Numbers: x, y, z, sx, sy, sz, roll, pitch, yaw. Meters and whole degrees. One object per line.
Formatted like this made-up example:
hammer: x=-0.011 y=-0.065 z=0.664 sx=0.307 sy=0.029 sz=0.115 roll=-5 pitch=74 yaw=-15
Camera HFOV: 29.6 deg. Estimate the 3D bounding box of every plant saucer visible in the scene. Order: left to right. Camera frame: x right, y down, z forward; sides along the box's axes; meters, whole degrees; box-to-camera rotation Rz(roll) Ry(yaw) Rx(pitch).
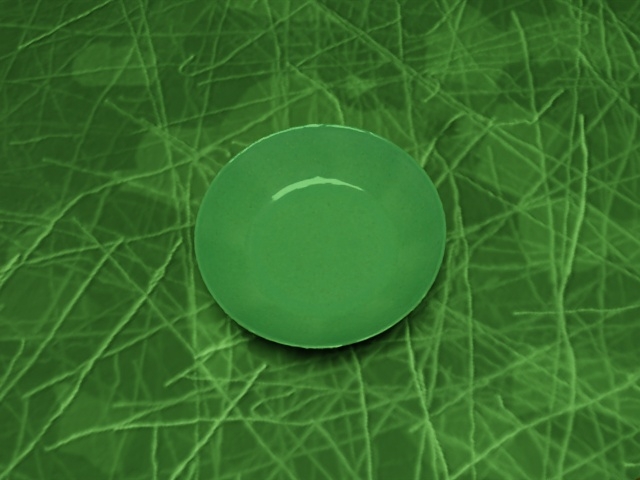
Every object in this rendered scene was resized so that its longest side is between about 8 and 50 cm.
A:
plant saucer: x=0.000 y=0.000 z=0.943 sx=0.195 sy=0.037 sz=0.195 roll=-1 pitch=63 yaw=2

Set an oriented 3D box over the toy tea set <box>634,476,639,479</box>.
toy tea set: x=0.203 y=0.312 z=0.753 sx=0.200 sy=0.124 sz=0.336 roll=22 pitch=66 yaw=47
